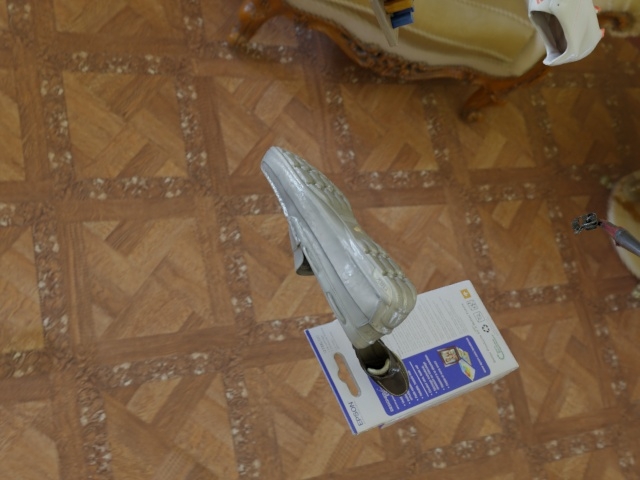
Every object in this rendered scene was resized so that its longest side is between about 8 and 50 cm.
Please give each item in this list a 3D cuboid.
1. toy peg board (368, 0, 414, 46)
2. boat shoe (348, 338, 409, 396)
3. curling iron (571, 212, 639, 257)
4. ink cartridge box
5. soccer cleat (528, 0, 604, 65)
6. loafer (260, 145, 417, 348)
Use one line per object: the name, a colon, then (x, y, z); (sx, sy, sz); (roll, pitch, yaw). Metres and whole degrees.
toy peg board: (0.131, -0.449, 1.306); (0.160, 0.079, 0.161); (52, 35, -49)
boat shoe: (0.080, 0.172, 1.078); (0.152, 0.056, 0.049); (53, 13, -26)
curling iron: (0.536, -0.002, 1.402); (0.068, 0.274, 0.035); (-17, 107, -1)
ink cartridge box: (0.146, 0.186, 1.243); (0.371, 0.069, 0.176); (-11, 65, -38)
soccer cleat: (0.259, -0.290, 0.849); (0.076, 0.068, 0.196); (-29, 112, -16)
loafer: (0.000, 0.000, 1.024); (0.112, 0.111, 0.319); (19, 31, -52)
